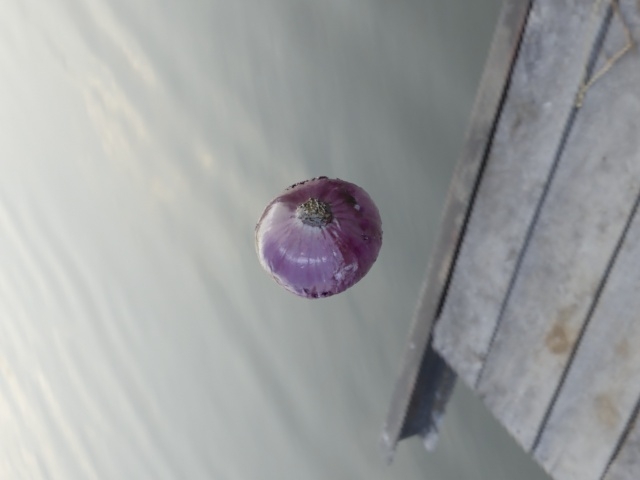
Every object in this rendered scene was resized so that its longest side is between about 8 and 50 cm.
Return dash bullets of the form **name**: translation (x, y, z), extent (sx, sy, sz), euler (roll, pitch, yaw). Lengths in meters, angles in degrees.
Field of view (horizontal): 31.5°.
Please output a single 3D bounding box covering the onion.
- **onion**: translation (0.000, 0.000, 1.009), extent (0.115, 0.115, 0.104), euler (51, 163, 36)
